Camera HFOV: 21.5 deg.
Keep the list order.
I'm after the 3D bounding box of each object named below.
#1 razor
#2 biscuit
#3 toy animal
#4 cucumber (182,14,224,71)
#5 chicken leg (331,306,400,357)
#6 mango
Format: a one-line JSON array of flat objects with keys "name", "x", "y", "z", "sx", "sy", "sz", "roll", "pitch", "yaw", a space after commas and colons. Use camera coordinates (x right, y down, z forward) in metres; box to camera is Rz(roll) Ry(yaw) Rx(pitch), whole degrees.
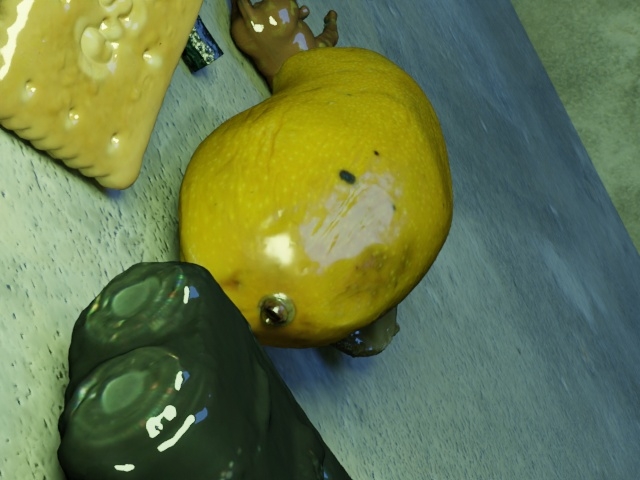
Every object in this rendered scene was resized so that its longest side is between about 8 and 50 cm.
[{"name": "razor", "x": -0.026, "y": 0.170, "z": 0.951, "sx": 0.327, "sy": 0.107, "sz": 0.189, "roll": 53, "pitch": 18, "yaw": -28}, {"name": "biscuit", "x": -0.124, "y": -0.168, "z": 1.069, "sx": 0.160, "sy": 0.030, "sz": 0.250, "roll": 35, "pitch": 73, "yaw": -53}, {"name": "toy animal", "x": -0.005, "y": -0.135, "z": 1.547, "sx": 0.224, "sy": 0.066, "sz": 0.230, "roll": 43, "pitch": 31, "yaw": -36}, {"name": "cucumber", "x": -0.126, "y": -0.198, "z": 1.362, "sx": 0.133, "sy": 0.032, "sz": 0.032, "roll": 56, "pitch": 18, "yaw": -12}, {"name": "chicken leg", "x": 0.005, "y": 0.001, "z": 1.357, "sx": 0.125, "sy": 0.080, "sz": 0.196, "roll": 9, "pitch": 53, "yaw": -50}, {"name": "mango", "x": 0.006, "y": -0.038, "z": 1.228, "sx": 0.187, "sy": 0.144, "sz": 0.359, "roll": 25, "pitch": 34, "yaw": 8}]
